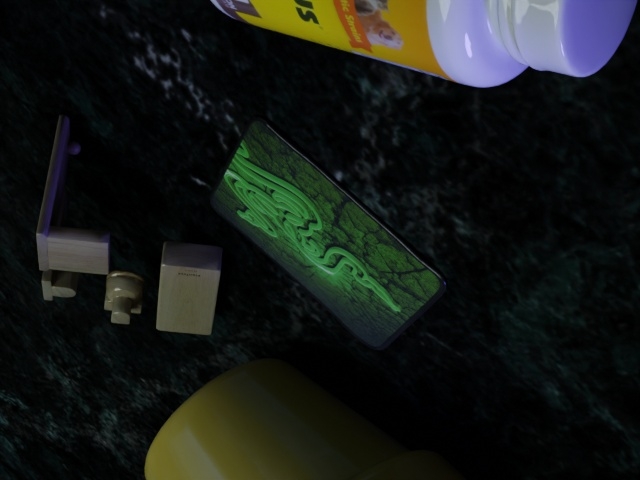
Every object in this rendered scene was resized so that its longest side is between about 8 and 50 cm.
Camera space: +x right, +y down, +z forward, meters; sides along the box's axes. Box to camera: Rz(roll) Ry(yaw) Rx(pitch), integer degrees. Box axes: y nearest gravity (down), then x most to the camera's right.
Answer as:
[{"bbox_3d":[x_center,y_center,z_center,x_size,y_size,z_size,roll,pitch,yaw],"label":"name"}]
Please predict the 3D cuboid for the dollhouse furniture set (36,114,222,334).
[{"bbox_3d":[-0.162,-0.010,1.155,0.151,0.123,0.144,6,147,-6],"label":"dollhouse furniture set"}]

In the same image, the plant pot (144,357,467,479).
[{"bbox_3d":[-0.016,0.238,1.102,0.239,0.254,0.254,45,154,29],"label":"plant pot"}]

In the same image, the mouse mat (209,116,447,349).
[{"bbox_3d":[0.000,0.000,0.999,0.189,0.007,0.152,42,150,3],"label":"mouse mat"}]

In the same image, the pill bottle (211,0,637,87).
[{"bbox_3d":[0.046,-0.146,0.653,0.215,0.117,0.117,20,143,33],"label":"pill bottle"}]
